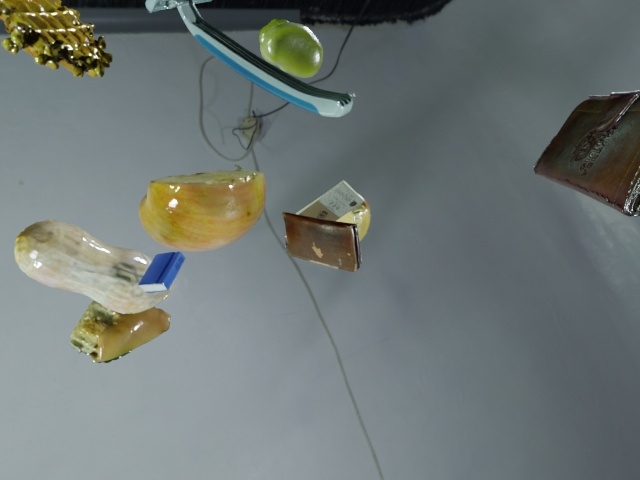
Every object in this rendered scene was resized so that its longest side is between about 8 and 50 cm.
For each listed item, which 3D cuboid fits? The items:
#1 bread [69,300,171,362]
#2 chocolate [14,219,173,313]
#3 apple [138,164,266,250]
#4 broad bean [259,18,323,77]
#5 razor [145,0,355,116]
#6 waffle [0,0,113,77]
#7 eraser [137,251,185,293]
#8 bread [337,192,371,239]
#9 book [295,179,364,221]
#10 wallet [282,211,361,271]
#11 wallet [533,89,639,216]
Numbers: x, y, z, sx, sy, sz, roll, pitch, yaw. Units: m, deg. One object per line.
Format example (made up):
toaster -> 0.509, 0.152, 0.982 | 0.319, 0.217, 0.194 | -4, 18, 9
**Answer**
bread -> -0.543, 0.207, 1.205 | 0.251, 0.174, 0.133 | -29, 126, -53
chocolate -> -0.446, 0.062, 0.884 | 0.309, 0.134, 0.134 | 29, 56, -38
apple -> -0.334, -0.102, 1.262 | 0.252, 0.314, 0.309 | 49, 37, 10
broad bean -> -0.077, -0.503, 1.146 | 0.174, 0.124, 0.082 | 5, 24, -30
razor -> -0.054, -0.149, 0.358 | 0.191, 0.037, 0.068 | 39, 50, 14
waffle -> -0.451, -0.350, 0.688 | 0.229, 0.051, 0.231 | 54, 25, 22
eraser -> -0.312, 0.062, 0.864 | 0.085, 0.063, 0.027 | -75, 151, -43
bread -> 0.120, -0.080, 1.673 | 0.106, 0.236, 0.140 | -29, 65, -24
book -> 0.032, -0.108, 1.451 | 0.138, 0.198, 0.016 | 35, 27, -47
wallet -> 0.000, 0.000, 0.808 | 0.026, 0.176, 0.095 | -27, 117, -43
wallet -> 0.358, -0.124, 0.559 | 0.031, 0.137, 0.255 | 21, 18, -1
